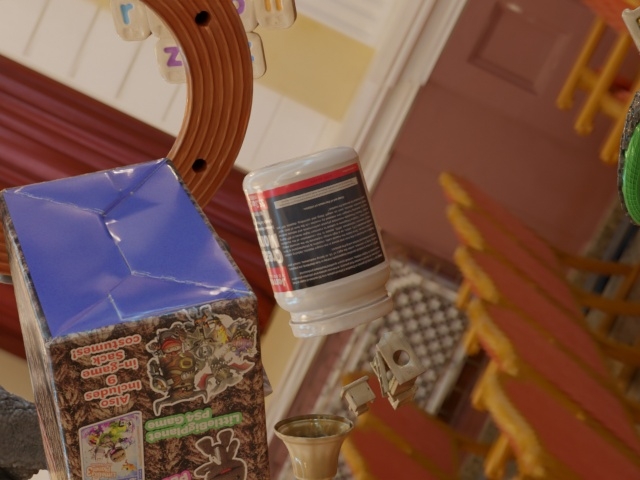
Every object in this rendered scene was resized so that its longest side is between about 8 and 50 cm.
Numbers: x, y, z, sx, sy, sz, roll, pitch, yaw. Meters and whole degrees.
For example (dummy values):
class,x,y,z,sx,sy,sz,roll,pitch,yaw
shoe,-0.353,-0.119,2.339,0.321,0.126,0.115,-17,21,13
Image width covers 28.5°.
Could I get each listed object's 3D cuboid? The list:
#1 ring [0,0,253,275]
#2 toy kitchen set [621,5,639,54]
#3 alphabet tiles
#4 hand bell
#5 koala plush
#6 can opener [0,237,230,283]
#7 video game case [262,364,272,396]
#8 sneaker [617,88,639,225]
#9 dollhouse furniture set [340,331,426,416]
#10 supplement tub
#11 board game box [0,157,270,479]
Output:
class,x,y,z,sx,sy,sz,roll,pitch,yaw
ring,-0.220,-0.119,1.070,0.336,0.336,0.032,-63,33,18
toy kitchen set,0.459,-0.270,1.496,0.166,0.122,0.207,-34,-2,12
alphabet tiles,-0.174,-0.359,1.779,0.021,0.284,0.278,-54,-42,-57
hand bell,-0.006,0.405,1.968,0.126,0.126,0.242,-96,4,-82
koala plush,-0.374,0.194,1.300,0.196,0.203,0.221,-59,23,2
can opener,-0.247,0.027,1.493,0.074,0.280,0.093,177,96,-65
video game case,-0.156,0.128,1.733,0.023,0.183,0.201,-32,-23,23
sneaker,0.466,-0.056,1.544,0.146,0.343,0.134,-7,45,36
dollhouse furniture set,0.097,0.274,2.431,0.161,0.101,0.182,-25,-21,-16
supplement tub,0.000,0.000,1.993,0.191,0.191,0.272,-117,11,-85
board game box,-0.139,0.122,0.960,0.232,0.141,0.291,-128,30,-56
